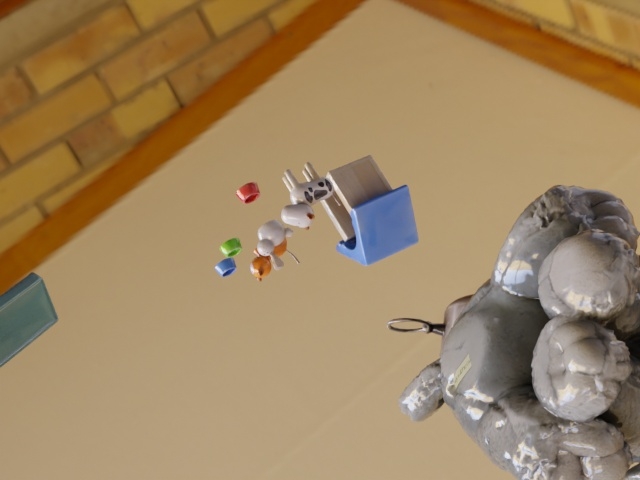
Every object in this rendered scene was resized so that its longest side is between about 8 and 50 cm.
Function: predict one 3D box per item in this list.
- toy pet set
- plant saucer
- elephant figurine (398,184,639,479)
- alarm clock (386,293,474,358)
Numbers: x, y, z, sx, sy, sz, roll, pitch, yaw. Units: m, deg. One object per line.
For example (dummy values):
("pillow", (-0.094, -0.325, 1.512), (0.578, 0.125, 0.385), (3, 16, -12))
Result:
("toy pet set", (0.000, 0.000, 0.851), (0.114, 0.122, 0.065), (-23, -109, -21))
("plant saucer", (-0.341, 0.101, 1.355), (0.018, 0.067, 0.192), (-8, -161, 28))
("elephant figurine", (0.200, 0.077, 0.676), (0.240, 0.169, 0.186), (12, -162, -22))
("alarm clock", (0.154, 0.082, 1.140), (0.192, 0.129, 0.064), (6, -106, -6))
